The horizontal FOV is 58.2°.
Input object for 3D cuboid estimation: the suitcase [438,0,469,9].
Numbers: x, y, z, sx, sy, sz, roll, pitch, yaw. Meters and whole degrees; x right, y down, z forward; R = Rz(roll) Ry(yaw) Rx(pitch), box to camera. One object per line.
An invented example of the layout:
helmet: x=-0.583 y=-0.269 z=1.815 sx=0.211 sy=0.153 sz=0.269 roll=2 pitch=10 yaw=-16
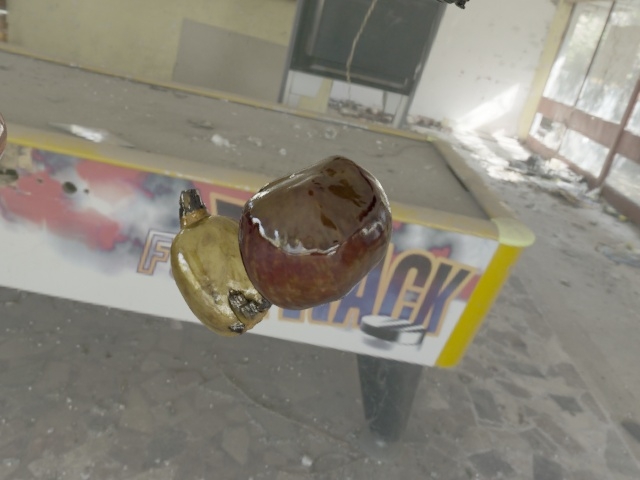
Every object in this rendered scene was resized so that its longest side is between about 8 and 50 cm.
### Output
suitcase: x=0.241 y=-0.665 z=1.263 sx=0.312 sy=0.202 sz=0.128 roll=18 pitch=24 yaw=-33

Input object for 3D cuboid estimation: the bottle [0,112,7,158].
bottle: x=-0.570 y=-0.087 z=0.781 sx=0.206 sy=0.173 sz=0.297 roll=5 pitch=43 yaw=-17

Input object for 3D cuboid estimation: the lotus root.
lotus root: x=-0.204 y=0.038 z=1.127 sx=0.182 sy=0.182 sz=0.310 roll=-16 pitch=70 yaw=-52

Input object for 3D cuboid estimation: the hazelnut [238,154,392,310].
hazelnut: x=0.000 y=0.000 z=0.835 sx=0.233 sy=0.218 sz=0.218 roll=-25 pitch=29 yaw=-4
